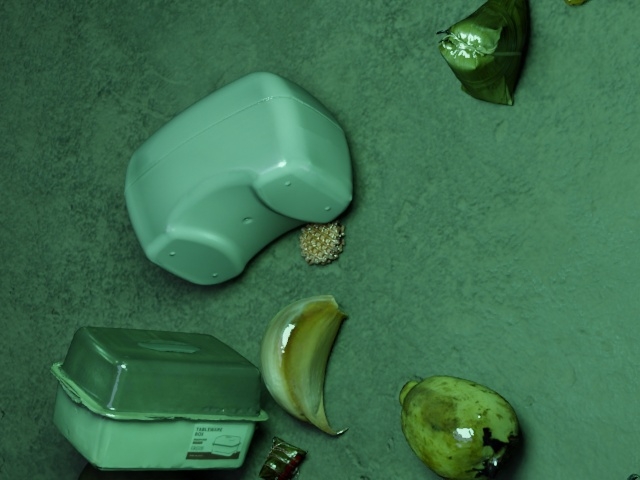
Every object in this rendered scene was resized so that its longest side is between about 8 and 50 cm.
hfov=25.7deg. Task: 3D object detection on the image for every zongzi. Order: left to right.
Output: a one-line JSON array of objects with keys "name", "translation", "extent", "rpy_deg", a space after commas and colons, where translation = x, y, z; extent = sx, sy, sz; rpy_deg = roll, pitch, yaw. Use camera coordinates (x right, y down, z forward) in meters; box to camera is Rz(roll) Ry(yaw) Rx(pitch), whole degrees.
[{"name": "zongzi", "translation": [-0.062, 0.347, 2.100], "extent": [0.067, 0.073, 0.083], "rpy_deg": [19, 50, 33]}, {"name": "zongzi", "translation": [0.241, -0.315, 1.971], "extent": [0.094, 0.205, 0.204], "rpy_deg": [18, 85, 22]}]

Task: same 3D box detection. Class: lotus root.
[{"name": "lotus root", "translation": [0.180, 0.254, 1.930], "extent": [0.214, 0.138, 0.138], "rpy_deg": [25, 92, 44]}]

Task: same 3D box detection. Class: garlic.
[{"name": "garlic", "translation": [-0.037, 0.184, 2.091], "extent": [0.115, 0.128, 0.206], "rpy_deg": [-4, 83, 54]}]

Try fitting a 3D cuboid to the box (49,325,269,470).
[{"name": "box", "translation": [-0.241, 0.232, 2.073], "extent": [0.220, 0.290, 0.166], "rpy_deg": [27, 107, 54]}]

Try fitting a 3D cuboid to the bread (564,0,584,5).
[{"name": "bread", "translation": [0.407, -0.382, 1.976], "extent": [0.157, 0.044, 0.052], "rpy_deg": [-24, 70, 25]}]

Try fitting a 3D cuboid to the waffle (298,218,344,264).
[{"name": "waffle", "translation": [0.000, 0.000, 2.147], "extent": [0.083, 0.029, 0.075], "rpy_deg": [-15, 68, 31]}]

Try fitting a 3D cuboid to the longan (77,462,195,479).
[{"name": "longan", "translation": [-0.284, 0.407, 2.139], "extent": [0.198, 0.198, 0.212], "rpy_deg": [28, 104, 33]}]

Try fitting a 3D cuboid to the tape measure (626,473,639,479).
[{"name": "tape measure", "translation": [0.382, 0.395, 1.778], "extent": [0.104, 0.107, 0.180], "rpy_deg": [-27, 69, 28]}]

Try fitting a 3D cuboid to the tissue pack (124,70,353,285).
[{"name": "tissue pack", "translation": [-0.130, -0.108, 2.131], "extent": [0.333, 0.229, 0.236], "rpy_deg": [-30, 56, 22]}]
